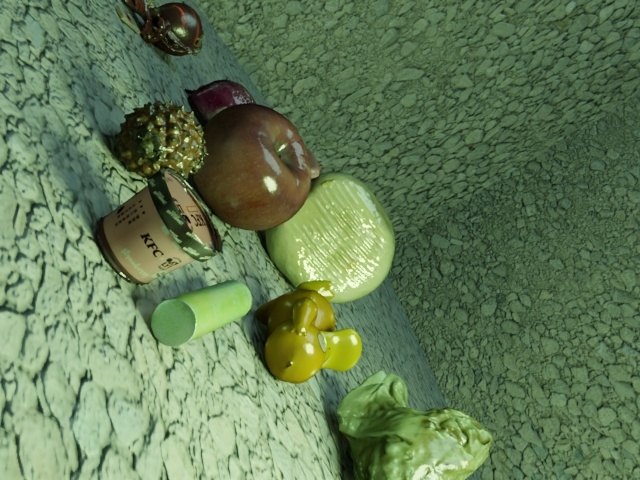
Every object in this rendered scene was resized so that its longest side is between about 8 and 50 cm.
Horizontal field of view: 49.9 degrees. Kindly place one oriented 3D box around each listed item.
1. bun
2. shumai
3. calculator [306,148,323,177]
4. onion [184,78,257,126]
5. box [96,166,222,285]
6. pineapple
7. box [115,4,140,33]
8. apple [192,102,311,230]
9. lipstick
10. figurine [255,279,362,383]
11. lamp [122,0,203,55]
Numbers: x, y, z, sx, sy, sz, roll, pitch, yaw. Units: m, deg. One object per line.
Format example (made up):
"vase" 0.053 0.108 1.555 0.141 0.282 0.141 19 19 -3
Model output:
"bun" 0.025 -0.009 1.874 0.361 0.361 0.213 57 -10 -7
"shumai" 0.151 0.411 1.423 0.330 0.292 0.288 -4 53 -56
"calculator" -0.150 -0.231 1.836 0.330 0.048 0.220 9 25 -13
"onion" -0.234 -0.336 2.062 0.348 0.159 0.267 58 12 5
"box" -0.243 -0.014 1.025 0.151 0.135 0.151 60 7 -12
"pineapple" -0.289 -0.173 1.242 0.166 0.166 0.193 57 12 -10
"box" -0.517 -0.593 1.850 0.046 0.012 0.083 62 10 20
"apple" -0.164 -0.167 1.587 0.306 0.235 0.305 41 36 -39
"lipstick" -0.183 0.111 1.119 0.076 0.076 0.304 59 9 4
"figurine" -0.036 0.192 1.400 0.215 0.215 0.228 52 -4 -34
"lamp" -0.435 -0.634 1.995 0.215 0.151 0.223 57 10 19
